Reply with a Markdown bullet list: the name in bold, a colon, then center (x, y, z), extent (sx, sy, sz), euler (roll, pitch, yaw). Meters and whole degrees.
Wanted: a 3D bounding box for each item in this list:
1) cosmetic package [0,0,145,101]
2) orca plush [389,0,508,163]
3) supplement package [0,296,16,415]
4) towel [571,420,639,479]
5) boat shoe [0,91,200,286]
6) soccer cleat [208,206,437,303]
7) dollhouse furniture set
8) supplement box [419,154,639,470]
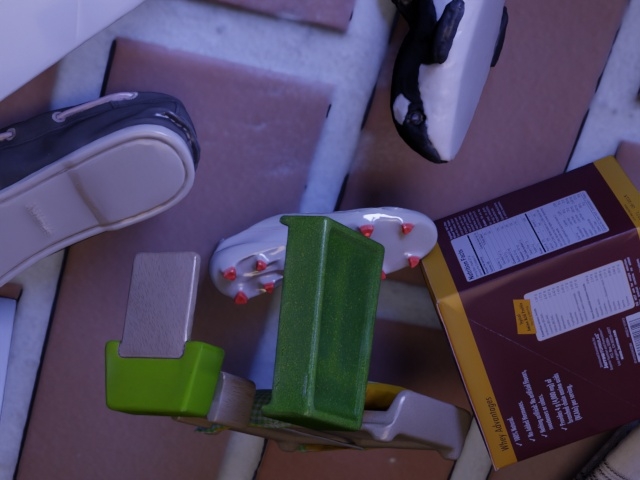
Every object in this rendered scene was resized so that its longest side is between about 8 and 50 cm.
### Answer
- **cosmetic package**: center (-0.272, -0.215, 1.072), extent (0.385, 0.156, 0.217), euler (-34, 115, 12)
- **orca plush**: center (0.087, -0.209, 1.156), extent (0.102, 0.151, 0.287), euler (18, 122, 19)
- **supplement package**: center (-0.364, 0.144, 1.223), extent (0.194, 0.203, 0.149), euler (11, 116, -12)
- **towel**: center (0.370, 0.306, 1.490), extent (0.312, 0.056, 0.324), euler (31, 109, -21)
- **boat shoe**: center (-0.255, -0.035, 1.218), extent (0.335, 0.095, 0.112), euler (-18, 121, 8)
- **soccer cleat**: center (0.000, 0.000, 1.264), extent (0.196, 0.076, 0.068), euler (-12, 124, 3)
- **dollhouse furniture set**: center (-0.013, 0.091, 1.250), extent (0.198, 0.151, 0.301), euler (-2, 165, 30)
- **supplement box**: center (0.204, 0.063, 1.297), extent (0.194, 0.129, 0.191), euler (-20, 119, 3)
